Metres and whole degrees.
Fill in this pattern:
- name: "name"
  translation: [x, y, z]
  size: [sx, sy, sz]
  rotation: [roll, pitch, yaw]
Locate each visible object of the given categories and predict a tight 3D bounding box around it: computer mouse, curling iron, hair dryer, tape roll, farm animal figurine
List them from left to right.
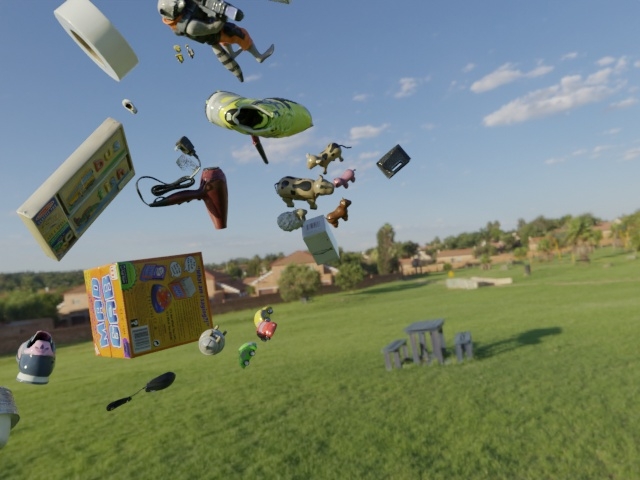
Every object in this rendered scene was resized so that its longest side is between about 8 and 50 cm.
- name: "tape roll"
  translation: [-0.759, -0.687, 1.710]
  size: [0.100, 0.286, 0.286]
  rotation: [-48, 6, -11]
- name: "computer mouse"
  translation: [-0.606, 0.522, 1.706]
  size: [0.242, 0.041, 0.071]
  rotation: [-26, -19, -19]
- name: "hair dryer"
  translation: [-0.377, -0.139, 1.477]
  size: [0.293, 0.223, 0.080]
  rotation: [44, -12, -29]
- name: "curling iron"
  translation: [-0.257, -0.397, 2.012]
  size: [0.035, 0.068, 0.274]
  rotation: [-27, -32, -7]
- name: "farm animal figurine"
  translation: [-0.022, -0.214, 1.905]
  size: [0.327, 0.330, 0.172]
  rotation: [-10, -23, 6]

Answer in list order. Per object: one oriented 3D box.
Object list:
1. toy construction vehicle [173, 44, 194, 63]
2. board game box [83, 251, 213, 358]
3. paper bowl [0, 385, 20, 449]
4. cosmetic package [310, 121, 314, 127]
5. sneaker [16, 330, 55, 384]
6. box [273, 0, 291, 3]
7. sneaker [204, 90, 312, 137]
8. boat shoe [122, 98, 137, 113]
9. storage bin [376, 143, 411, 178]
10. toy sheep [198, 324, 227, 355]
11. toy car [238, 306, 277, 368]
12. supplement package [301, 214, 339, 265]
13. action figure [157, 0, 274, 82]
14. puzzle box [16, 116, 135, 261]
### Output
- name: "toy construction vehicle"
  translation: [-0.641, -0.875, 2.346]
  size: [0.086, 0.098, 0.035]
  rotation: [-23, -19, -19]
- name: "board game box"
  translation: [-0.698, 0.257, 2.036]
  size: [0.356, 0.356, 0.356]
  rotation: [-7, -3, -44]
- name: "paper bowl"
  translation: [-0.968, 0.525, 1.343]
  size: [0.284, 0.148, 0.284]
  rotation: [-29, -19, -11]
- name: "cosmetic package"
  translation: [-0.090, -0.443, 1.915]
  size: [0.115, 0.041, 0.060]
  rotation: [-20, -12, 14]
- name: "sneaker"
  translation: [-0.855, 0.332, 1.529]
  size: [0.112, 0.131, 0.319]
  rotation: [17, -4, -33]
- name: "box"
  translation: [-0.192, -0.945, 1.642]
  size: [0.231, 0.126, 0.261]
  rotation: [17, -35, 15]
- name: "sneaker"
  translation: [-0.177, -0.387, 1.627]
  size: [0.385, 0.145, 0.147]
  rotation: [-8, 33, -39]
- name: "boat shoe"
  translation: [-0.805, -0.566, 2.094]
  size: [0.035, 0.100, 0.035]
  rotation: [-46, -27, 2]
- name: "storage bin"
  translation: [0.307, -0.330, 2.109]
  size: [0.122, 0.084, 0.180]
  rotation: [-41, -1, 9]
- name: "toy sheep"
  translation: [-0.346, 0.323, 1.595]
  size: [0.091, 0.091, 0.132]
  rotation: [-6, 3, 10]
- name: "toy car"
  translation: [-0.236, 0.350, 1.776]
  size: [0.053, 0.224, 0.239]
  rotation: [30, 4, -13]
- name: "supplement package"
  translation: [0.000, 0.000, 2.083]
  size: [0.105, 0.105, 0.179]
  rotation: [-19, -48, 10]
- name: "action figure"
  translation: [-0.295, -0.581, 1.393]
  size: [0.330, 0.178, 0.341]
  rotation: [18, 19, -43]
- name: "puzzle box"
  translation: [-0.737, -0.158, 1.559]
  size: [0.052, 0.408, 0.272]
  rotation: [26, -30, 5]
